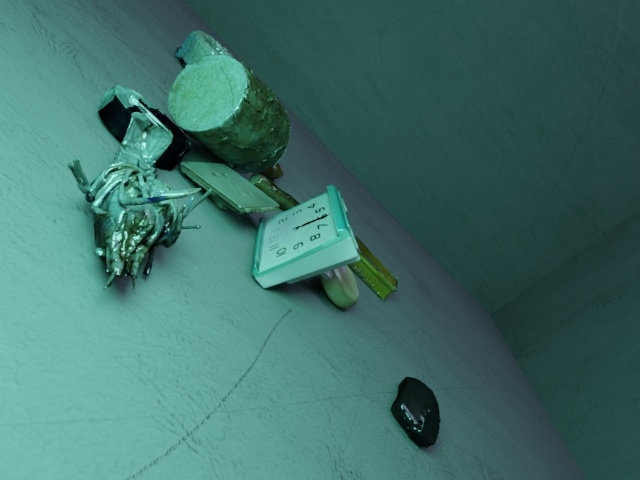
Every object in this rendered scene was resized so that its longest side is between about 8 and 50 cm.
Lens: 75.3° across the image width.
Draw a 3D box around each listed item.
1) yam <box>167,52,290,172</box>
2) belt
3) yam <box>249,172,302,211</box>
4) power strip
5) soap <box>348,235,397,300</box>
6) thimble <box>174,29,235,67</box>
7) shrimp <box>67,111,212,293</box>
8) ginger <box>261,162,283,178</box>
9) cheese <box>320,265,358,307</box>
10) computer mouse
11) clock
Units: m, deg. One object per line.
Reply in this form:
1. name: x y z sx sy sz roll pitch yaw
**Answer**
1. yam: -0.225 -0.319 1.093 0.241 0.241 0.348 51 7 11
2. belt: -0.385 -0.251 0.915 0.198 0.078 0.151 41 17 -28
3. yam: -0.117 -0.128 1.321 0.253 0.061 0.061 35 21 -32
4. power strip: -0.225 -0.114 1.023 0.213 0.064 0.198 37 17 13
5. soap: 0.178 0.097 1.506 0.233 0.076 0.135 44 16 -7
6. thimble: -0.453 -0.727 1.679 0.237 0.150 0.237 41 19 -17
7. shrimp: -0.288 -0.078 0.667 0.221 0.166 0.410 31 11 -36
8. ginger: -0.193 -0.264 1.418 0.190 0.069 0.095 34 26 -39
9. cheese: 0.034 0.099 1.100 0.227 0.064 0.137 43 27 -54
10. computer mouse: 0.237 0.396 0.996 0.122 0.073 0.217 50 19 6
11. clock: -0.033 -0.001 0.984 0.262 0.231 0.116 -98 163 -63
